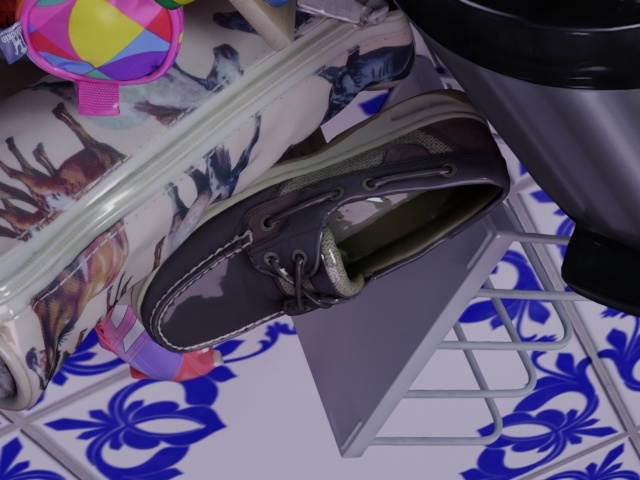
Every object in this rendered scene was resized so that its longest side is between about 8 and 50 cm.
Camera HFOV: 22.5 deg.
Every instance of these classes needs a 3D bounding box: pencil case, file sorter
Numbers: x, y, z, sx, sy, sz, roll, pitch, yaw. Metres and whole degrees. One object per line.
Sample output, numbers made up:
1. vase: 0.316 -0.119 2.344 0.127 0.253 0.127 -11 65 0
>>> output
1. pencil case: -0.132 -0.191 0.943 0.104 0.236 0.104 -3 141 -3
2. pencil case: -0.111 -0.063 1.012 0.410 0.160 0.183 -43 -167 -31
3. file sorter: 0.117 0.021 1.337 0.173 0.192 0.277 3 137 -29

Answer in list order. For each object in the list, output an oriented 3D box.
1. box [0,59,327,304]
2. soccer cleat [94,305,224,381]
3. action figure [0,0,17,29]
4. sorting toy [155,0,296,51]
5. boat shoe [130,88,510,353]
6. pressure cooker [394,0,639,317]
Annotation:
1. box: -0.156 -0.041 1.186 0.311 0.148 0.121 0 137 -24
2. soccer cleat: -0.163 0.056 1.345 0.095 0.083 0.248 -17 149 13
3. action figure: -0.216 -0.178 1.010 0.091 0.139 0.280 -22 144 5
4. sorting toy: -0.041 -0.209 0.939 0.046 0.274 0.132 -23 132 25
5. boat shoe: 0.000 0.000 1.115 0.285 0.092 0.103 -29 134 3
6. pressure cooker: 0.253 -0.181 0.994 0.370 0.375 0.420 -27 147 13
